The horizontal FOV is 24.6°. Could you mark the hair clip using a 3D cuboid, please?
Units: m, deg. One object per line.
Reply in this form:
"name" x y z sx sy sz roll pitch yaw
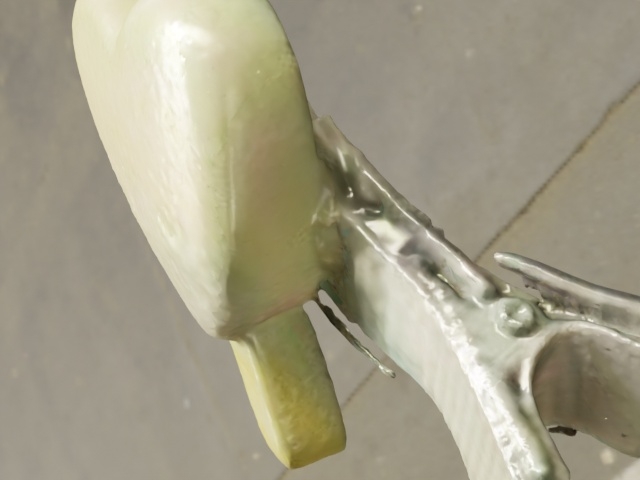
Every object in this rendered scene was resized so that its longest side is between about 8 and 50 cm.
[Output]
"hair clip" -0.002 0.003 0.427 0.218 0.071 0.159 44 149 25
